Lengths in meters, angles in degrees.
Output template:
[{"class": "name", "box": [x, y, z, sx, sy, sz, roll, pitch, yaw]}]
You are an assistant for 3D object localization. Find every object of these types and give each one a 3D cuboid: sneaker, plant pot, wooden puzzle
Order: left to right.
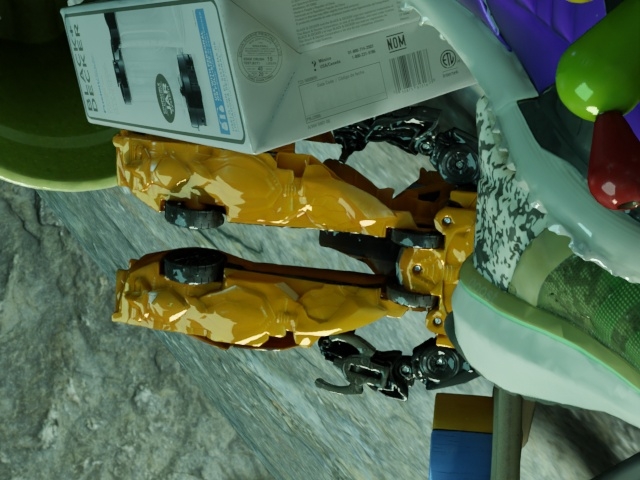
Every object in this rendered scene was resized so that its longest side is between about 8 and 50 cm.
[{"class": "plant pot", "box": [-0.224, -0.216, 0.915, 0.254, 0.276, 0.276, 48, 167, 53]}, {"class": "wooden puzzle", "box": [0.114, 0.254, 0.853, 0.081, 0.347, 0.322, 7, 149, 10]}, {"class": "sneaker", "box": [0.113, -0.132, 0.473, 0.146, 0.102, 0.293, -57, 47, 36]}, {"class": "sneaker", "box": [0.186, -0.002, 0.497, 0.410, 0.158, 0.182, 11, 120, 57]}]

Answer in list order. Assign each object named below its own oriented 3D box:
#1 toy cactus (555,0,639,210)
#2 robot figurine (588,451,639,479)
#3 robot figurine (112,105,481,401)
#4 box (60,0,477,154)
[{"class": "toy cactus", "box": [0.147, -0.122, 0.323, 0.219, 0.112, 0.180, -41, 49, 38]}, {"class": "robot figurine", "box": [0.287, 0.316, 0.748, 0.353, 0.200, 0.300, 52, -158, -5]}, {"class": "robot figurine", "box": [0.000, 0.000, 0.779, 0.085, 0.291, 0.211, -60, -24, -71]}, {"class": "box", "box": [-0.042, -0.129, 0.703, 0.290, 0.169, 0.087, 18, 124, 62]}]
